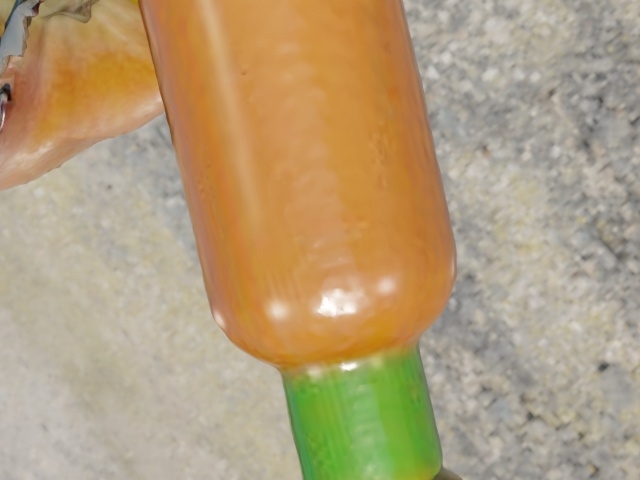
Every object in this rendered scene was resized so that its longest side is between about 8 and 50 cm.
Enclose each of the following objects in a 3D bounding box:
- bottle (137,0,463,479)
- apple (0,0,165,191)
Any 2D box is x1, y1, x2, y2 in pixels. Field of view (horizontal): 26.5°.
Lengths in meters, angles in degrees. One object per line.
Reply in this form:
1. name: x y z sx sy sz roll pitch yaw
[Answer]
1. bottle: 0.000 0.000 0.344 0.069 0.069 0.187 -9 93 59
2. apple: -0.073 -0.158 0.512 0.293 0.163 0.251 -35 69 44
